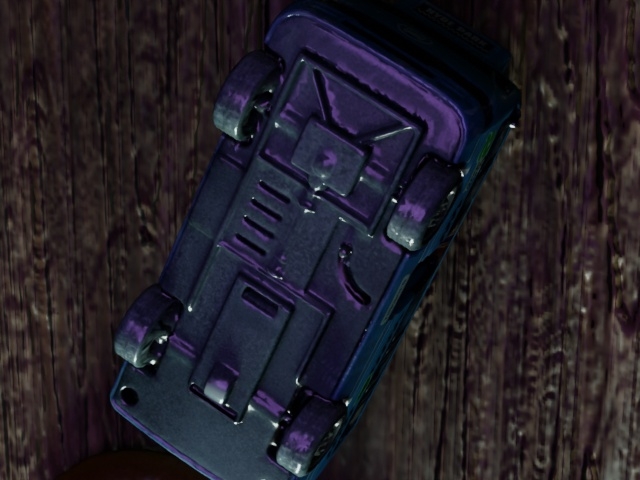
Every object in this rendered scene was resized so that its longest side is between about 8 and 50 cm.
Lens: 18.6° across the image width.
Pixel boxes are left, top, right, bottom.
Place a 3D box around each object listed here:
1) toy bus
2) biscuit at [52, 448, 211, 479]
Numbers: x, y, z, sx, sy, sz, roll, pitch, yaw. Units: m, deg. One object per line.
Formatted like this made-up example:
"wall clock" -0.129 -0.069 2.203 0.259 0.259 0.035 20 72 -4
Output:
"toy bus" 0.000 0.000 0.935 0.113 0.134 0.246 33 121 13
"biscuit" -0.085 0.217 1.115 0.212 0.036 0.212 9 112 22
